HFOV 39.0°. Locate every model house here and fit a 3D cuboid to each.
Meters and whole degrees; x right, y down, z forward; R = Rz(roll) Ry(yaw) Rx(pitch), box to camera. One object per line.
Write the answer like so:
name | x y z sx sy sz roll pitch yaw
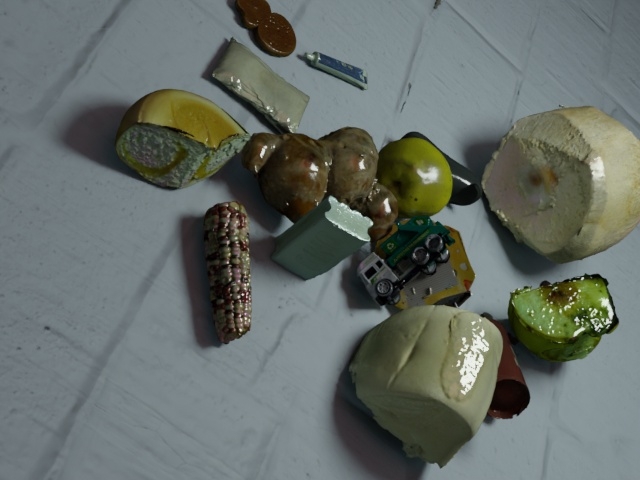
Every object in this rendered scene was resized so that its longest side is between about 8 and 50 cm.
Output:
model house | 0.240 0.062 2.038 0.219 0.207 0.136 70 12 23

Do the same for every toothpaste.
toothpaste | 0.040 -0.417 2.187 0.197 0.034 0.057 15 63 -37

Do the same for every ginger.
ginger | 0.000 -0.135 1.901 0.375 0.176 0.256 9 71 -37

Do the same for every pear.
pear | 0.558 0.210 2.156 0.238 0.255 0.164 -12 64 -7
pear | 0.210 -0.142 2.066 0.198 0.198 0.198 19 55 -31

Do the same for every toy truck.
toy truck | 0.177 0.035 1.932 0.116 0.216 0.110 50 3 24

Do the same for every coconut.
coconut | 0.657 -0.154 2.312 0.404 0.404 0.405 19 55 -31

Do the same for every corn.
corn | -0.170 0.056 1.709 0.092 0.092 0.281 9 63 -36

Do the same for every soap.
soap | 0.000 0.000 1.806 0.114 0.198 0.063 29 50 -21

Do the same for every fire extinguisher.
fire extinguisher | 0.396 0.262 2.010 0.147 0.107 0.337 25 24 -12

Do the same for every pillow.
pillow | -0.129 -0.339 1.996 0.229 0.050 0.148 38 41 -17

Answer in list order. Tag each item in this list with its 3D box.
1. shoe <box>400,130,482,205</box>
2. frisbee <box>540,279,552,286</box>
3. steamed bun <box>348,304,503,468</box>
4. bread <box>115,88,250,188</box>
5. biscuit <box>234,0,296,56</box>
shoe | 0.276 -0.155 2.188 0.241 0.108 0.093 40 43 -5
frisbee | 0.664 0.187 2.384 0.211 0.012 0.188 7 63 -37
steamed bun | 0.202 0.268 1.819 0.272 0.273 0.290 23 48 -9
bread | -0.270 -0.203 1.740 0.260 0.158 0.156 19 45 -30
biscuit | -0.127 -0.500 2.100 0.175 0.026 0.124 46 45 -10
